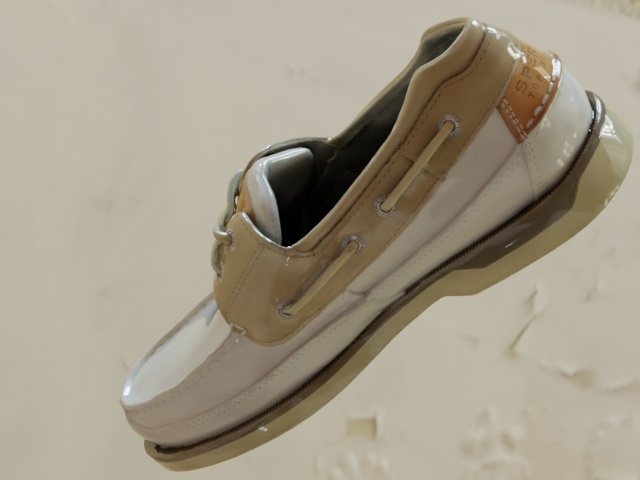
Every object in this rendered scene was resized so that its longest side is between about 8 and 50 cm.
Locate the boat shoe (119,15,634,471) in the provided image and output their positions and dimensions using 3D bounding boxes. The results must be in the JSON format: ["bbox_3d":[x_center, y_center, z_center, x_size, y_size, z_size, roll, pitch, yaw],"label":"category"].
[{"bbox_3d":[0.000,0.000,0.915,0.302,0.113,0.103,-37,-65,27],"label":"boat shoe"}]
